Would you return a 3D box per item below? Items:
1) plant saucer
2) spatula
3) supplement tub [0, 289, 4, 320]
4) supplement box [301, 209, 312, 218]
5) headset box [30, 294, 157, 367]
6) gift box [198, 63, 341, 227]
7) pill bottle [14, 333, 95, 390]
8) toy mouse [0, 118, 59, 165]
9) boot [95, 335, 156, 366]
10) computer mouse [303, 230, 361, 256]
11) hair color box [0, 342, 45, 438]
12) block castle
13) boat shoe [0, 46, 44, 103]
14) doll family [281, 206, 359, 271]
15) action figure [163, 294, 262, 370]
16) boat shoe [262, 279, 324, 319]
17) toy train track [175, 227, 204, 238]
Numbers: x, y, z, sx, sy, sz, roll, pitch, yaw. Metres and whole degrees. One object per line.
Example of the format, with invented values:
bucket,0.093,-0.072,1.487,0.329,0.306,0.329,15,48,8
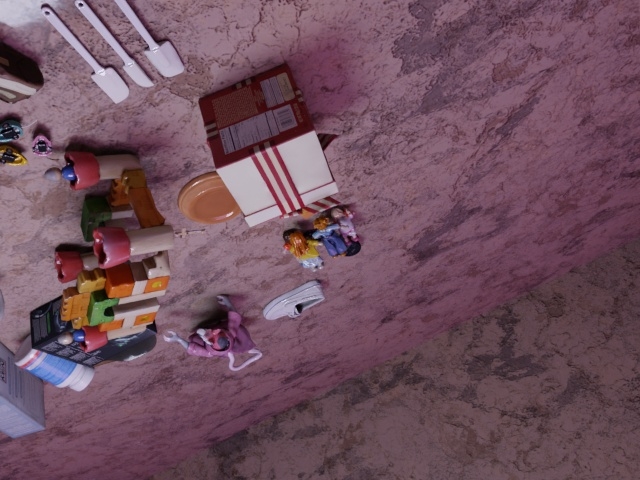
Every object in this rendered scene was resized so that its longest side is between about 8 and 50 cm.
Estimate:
plant saucer,-0.278,-0.105,1.521,0.200,0.037,0.200,-15,149,-9
spatula,-0.380,-0.368,1.068,0.168,0.019,0.242,-20,149,8
supplement tub,-0.955,0.187,1.408,0.272,0.191,0.191,-26,149,8
supplement box,-0.075,-0.146,1.543,0.080,0.078,0.233,-32,149,16
headset box,-0.676,0.247,1.735,0.283,0.131,0.246,-27,148,9
gift box,-0.090,-0.198,1.282,0.277,0.255,0.258,-17,148,4
pill bottle,-0.831,0.387,1.799,0.124,0.124,0.221,-33,125,18
toy mouse,-0.605,-0.208,1.161,0.161,0.031,0.143,9,138,-41
boot,-0.710,0.373,1.967,0.306,0.112,0.115,-15,168,-4
computer mouse,0.039,0.002,1.893,0.242,0.041,0.071,18,126,-38
hair color box,-1.021,0.491,1.851,0.114,0.185,0.374,-14,148,-11
block castle,-0.522,0.040,1.335,0.213,0.303,0.453,-11,149,-36
boat shoe,-0.607,-0.301,0.958,0.095,0.095,0.257,-28,150,22
doll family,0.000,0.000,1.755,0.263,0.118,0.163,-26,128,8
action figure,-0.357,0.358,1.957,0.248,0.275,0.370,-35,179,-11
boat shoe,-0.101,0.242,2.127,0.258,0.084,0.095,-33,148,18
toy train track,-0.371,-0.018,1.621,0.083,0.014,0.048,-9,147,-22
